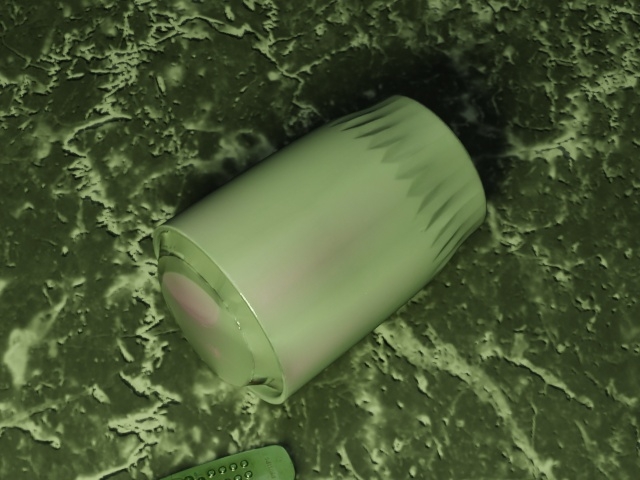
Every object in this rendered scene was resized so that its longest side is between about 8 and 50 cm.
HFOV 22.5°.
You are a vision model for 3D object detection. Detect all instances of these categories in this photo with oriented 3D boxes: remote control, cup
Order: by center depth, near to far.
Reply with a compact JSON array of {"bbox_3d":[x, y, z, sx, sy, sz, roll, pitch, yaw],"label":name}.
[{"bbox_3d":[-0.137,0.301,1.894,0.222,0.042,0.072,-19,63,-9],"label":"remote control"},{"bbox_3d":[0.000,0.000,1.940,0.371,0.253,0.253,-36,67,-19],"label":"cup"}]
